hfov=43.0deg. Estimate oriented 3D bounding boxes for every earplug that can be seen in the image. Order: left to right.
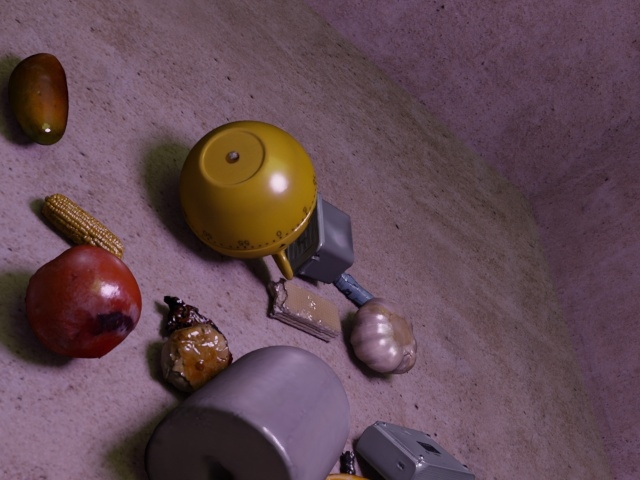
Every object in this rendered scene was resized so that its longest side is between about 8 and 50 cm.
[{"bbox_3d":[-0.113,0.380,1.610,0.312,0.313,0.394,54,27,-1],"label":"earplug"}]

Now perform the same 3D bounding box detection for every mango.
[{"bbox_3d":[-0.615,-0.310,1.774,0.133,0.111,0.267,44,26,-50],"label":"mango"}]

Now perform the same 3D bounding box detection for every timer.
[{"bbox_3d":[-0.169,-0.108,2.027,0.387,0.376,0.376,75,-3,-62],"label":"timer"}]

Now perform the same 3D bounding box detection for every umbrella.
[{"bbox_3d":[0.068,0.568,1.937,0.040,0.037,0.144,12,43,-13],"label":"umbrella"},{"bbox_3d":[0.089,0.134,2.390,0.250,0.052,0.053,41,29,-12],"label":"umbrella"}]

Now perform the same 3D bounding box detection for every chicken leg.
[{"bbox_3d":[-0.266,0.212,1.795,0.234,0.063,0.105,46,37,-17],"label":"chicken leg"}]

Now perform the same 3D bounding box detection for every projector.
[{"bbox_3d":[0.240,0.555,2.042,0.250,0.108,0.198,24,7,-42],"label":"projector"}]

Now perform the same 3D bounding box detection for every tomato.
[{"bbox_3d":[-0.433,0.119,1.503,0.184,0.208,0.208,43,26,18],"label":"tomato"}]

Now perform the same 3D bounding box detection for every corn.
[{"bbox_3d":[-0.493,-0.021,1.702,0.207,0.068,0.068,44,31,-19],"label":"corn"}]

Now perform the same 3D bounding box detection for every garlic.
[{"bbox_3d":[0.173,0.272,2.277,0.228,0.152,0.227,39,38,-38],"label":"garlic"}]

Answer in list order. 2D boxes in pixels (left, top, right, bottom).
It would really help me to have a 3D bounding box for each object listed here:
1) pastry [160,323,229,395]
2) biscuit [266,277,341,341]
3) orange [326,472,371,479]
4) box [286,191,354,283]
[{"bbox_3d":[-0.262,0.248,1.704,0.153,0.081,0.153,4,83,-35],"label":"pastry"},{"bbox_3d":[-0.041,0.184,2.148,0.239,0.062,0.108,28,39,-38],"label":"biscuit"},{"bbox_3d":[0.020,0.593,1.635,0.274,0.274,0.310,47,66,-13],"label":"orange"},{"bbox_3d":[0.000,0.000,2.279,0.135,0.163,0.243,25,39,-29],"label":"box"}]
